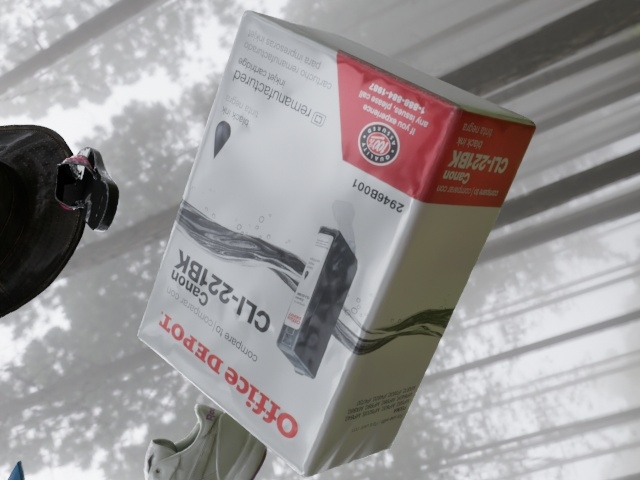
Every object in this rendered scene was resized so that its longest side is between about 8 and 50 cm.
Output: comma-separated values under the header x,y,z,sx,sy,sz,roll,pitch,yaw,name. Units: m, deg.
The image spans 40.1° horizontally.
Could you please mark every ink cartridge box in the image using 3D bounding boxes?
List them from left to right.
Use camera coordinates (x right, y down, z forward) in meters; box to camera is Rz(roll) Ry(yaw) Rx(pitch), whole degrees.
x,y,z,sx,sy,sz,roll,pitch,yaw,name
0.000,0.000,0.640,0.197,0.273,0.114,32,-160,33,ink cartridge box

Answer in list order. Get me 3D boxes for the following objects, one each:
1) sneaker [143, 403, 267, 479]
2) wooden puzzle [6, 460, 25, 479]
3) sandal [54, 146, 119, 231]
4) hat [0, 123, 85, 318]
x,y,z,sx,sy,sz,roll,pitch,yaw,name
-0.215,0.371,1.249,0.152,0.305,0.114,39,170,-10,sneaker
-0.261,0.213,0.655,0.014,0.116,0.078,-2,-110,-77,wooden puzzle
-0.243,-0.057,0.883,0.040,0.067,0.179,12,-169,-28,sandal
-0.447,-0.036,1.010,0.134,0.331,0.331,60,-160,-58,hat
